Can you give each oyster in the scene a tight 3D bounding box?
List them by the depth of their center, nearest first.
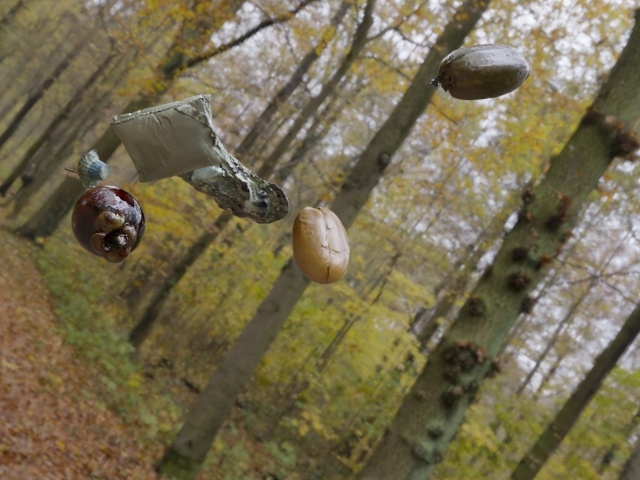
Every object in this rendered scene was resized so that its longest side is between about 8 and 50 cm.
[{"bbox_3d":[-0.191,-0.119,1.596,0.200,0.087,0.252,-8,-44,30],"label":"oyster"}]

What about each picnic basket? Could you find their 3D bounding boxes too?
[{"bbox_3d":[-0.475,-0.149,1.567,0.083,0.065,0.083,14,-53,19],"label":"picnic basket"}]

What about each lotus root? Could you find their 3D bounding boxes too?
[{"bbox_3d":[0.381,-0.395,1.765,0.124,0.241,0.123,57,-29,33],"label":"lotus root"}]

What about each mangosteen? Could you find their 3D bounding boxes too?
[{"bbox_3d":[-0.352,-0.023,1.272,0.140,0.140,0.140,36,-10,7],"label":"mangosteen"}]

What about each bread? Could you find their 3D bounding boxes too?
[{"bbox_3d":[0.000,0.000,1.505,0.114,0.189,0.077,-3,-35,-9],"label":"bread"}]

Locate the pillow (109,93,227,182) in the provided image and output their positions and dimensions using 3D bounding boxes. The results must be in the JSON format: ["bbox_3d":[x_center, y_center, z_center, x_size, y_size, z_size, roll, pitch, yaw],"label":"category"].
[{"bbox_3d":[-0.263,-0.175,1.320,0.077,0.182,0.134,-85,161,-57],"label":"pillow"}]
